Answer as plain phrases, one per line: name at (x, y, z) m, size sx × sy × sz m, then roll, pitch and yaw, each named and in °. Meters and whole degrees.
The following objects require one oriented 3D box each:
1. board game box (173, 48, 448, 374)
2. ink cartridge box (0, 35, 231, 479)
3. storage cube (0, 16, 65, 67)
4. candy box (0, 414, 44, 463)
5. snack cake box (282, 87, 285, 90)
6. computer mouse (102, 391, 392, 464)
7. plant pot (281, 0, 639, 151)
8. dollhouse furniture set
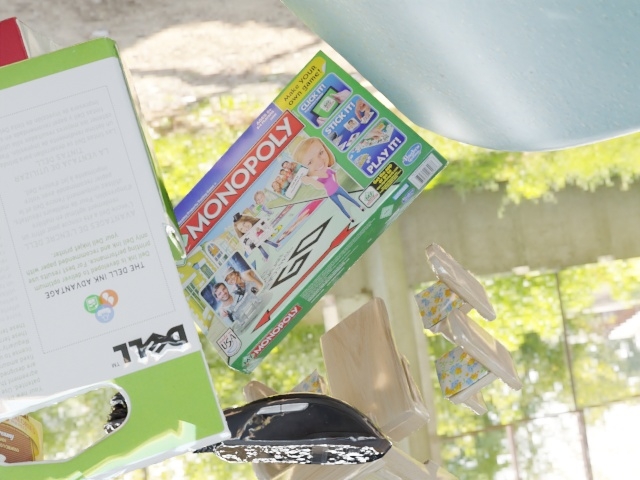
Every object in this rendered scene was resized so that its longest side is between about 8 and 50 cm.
board game box at (-0.039, -0.036, 1.101) m, size 0.317 × 0.213 × 0.046 m, roll -47°, pitch 146°, yaw 5°
ink cartridge box at (-0.176, 0.029, 0.607) m, size 0.189 × 0.255 × 0.097 m, roll -18°, pitch 168°, yaw -5°
storage cube at (-0.380, -0.129, 1.185) m, size 0.193 × 0.215 × 0.184 m, roll -21°, pitch 171°, yaw 10°
candy box at (-0.236, 0.193, 0.663) m, size 0.053 × 0.186 × 0.109 m, roll -26°, pitch 141°, yaw 11°
snack cake box at (0.036, -0.153, 1.747) m, size 0.089 × 0.264 × 0.152 m, roll -30°, pitch 158°, yaw -17°
computer mouse at (-0.066, 0.159, 0.900) m, size 0.262 × 0.060 × 0.184 m, roll -2°, pitch 154°, yaw 4°
plant pot at (0.113, -0.198, 0.593) m, size 0.248 × 0.247 × 0.252 m, roll 40°, pitch 147°, yaw -16°
dollhouse furniture set at (0.051, 0.222, 1.284) m, size 0.362 × 0.394 × 0.256 m, roll -38°, pitch 126°, yaw 19°
